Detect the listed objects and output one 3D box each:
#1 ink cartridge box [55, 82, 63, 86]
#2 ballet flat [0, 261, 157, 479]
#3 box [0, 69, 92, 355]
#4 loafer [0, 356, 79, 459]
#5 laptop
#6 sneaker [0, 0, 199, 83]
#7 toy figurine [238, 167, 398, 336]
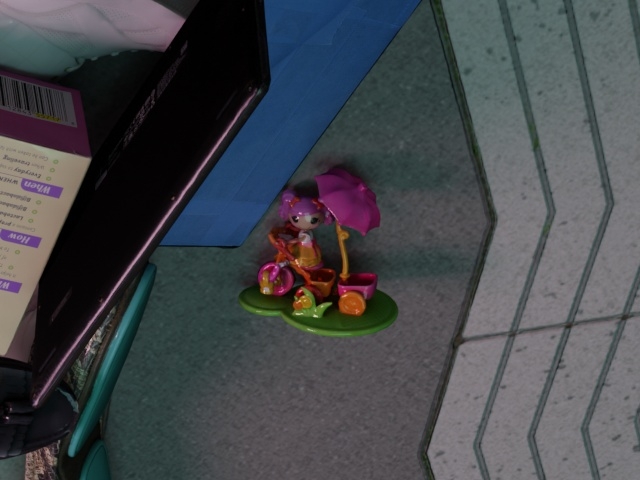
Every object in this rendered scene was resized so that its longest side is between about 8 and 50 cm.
[{"bbox_3d":[-0.358,-0.117,1.906,0.219,0.093,0.160,33,113,-32],"label":"ink cartridge box"},{"bbox_3d":[-0.295,0.198,2.140,0.182,0.164,0.483,16,126,6],"label":"ballet flat"},{"bbox_3d":[-0.354,-0.039,1.831,0.213,0.117,0.243,14,122,-23],"label":"box"},{"bbox_3d":[-0.368,0.162,1.903,0.302,0.095,0.109,8,90,-26],"label":"loafer"},{"bbox_3d":[-0.069,-0.059,1.833,0.236,0.408,0.382,26,119,-21],"label":"laptop"},{"bbox_3d":[-0.201,-0.209,1.885,0.292,0.108,0.169,13,143,-35],"label":"sneaker"},{"bbox_3d":[0.000,0.000,2.095,0.173,0.130,0.159,7,114,11],"label":"toy figurine"}]
